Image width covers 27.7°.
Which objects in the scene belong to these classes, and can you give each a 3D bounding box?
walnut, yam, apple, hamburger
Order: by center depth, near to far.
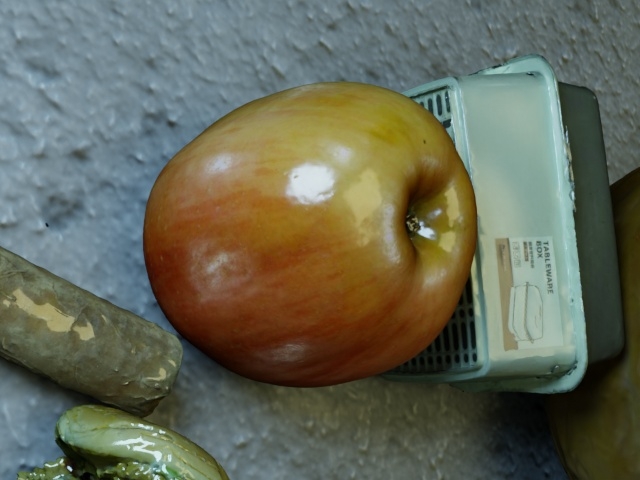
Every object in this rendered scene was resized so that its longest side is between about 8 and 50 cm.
[{"bbox_3d":[-0.247,0.029,0.887,0.357,0.081,0.081,31,64,-34],"label":"yam"},{"bbox_3d":[-0.123,0.194,0.916,0.185,0.159,0.131,29,60,-13],"label":"hamburger"},{"bbox_3d":[0.000,0.000,1.001,0.242,0.241,0.242,12,72,-41],"label":"apple"},{"bbox_3d":[0.366,0.104,1.248,0.308,0.354,0.398,6,78,-11],"label":"walnut"}]

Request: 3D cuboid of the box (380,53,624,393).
[{"bbox_3d":[0.146,-0.008,1.151,0.166,0.220,0.290,-2,85,-29],"label":"box"}]
